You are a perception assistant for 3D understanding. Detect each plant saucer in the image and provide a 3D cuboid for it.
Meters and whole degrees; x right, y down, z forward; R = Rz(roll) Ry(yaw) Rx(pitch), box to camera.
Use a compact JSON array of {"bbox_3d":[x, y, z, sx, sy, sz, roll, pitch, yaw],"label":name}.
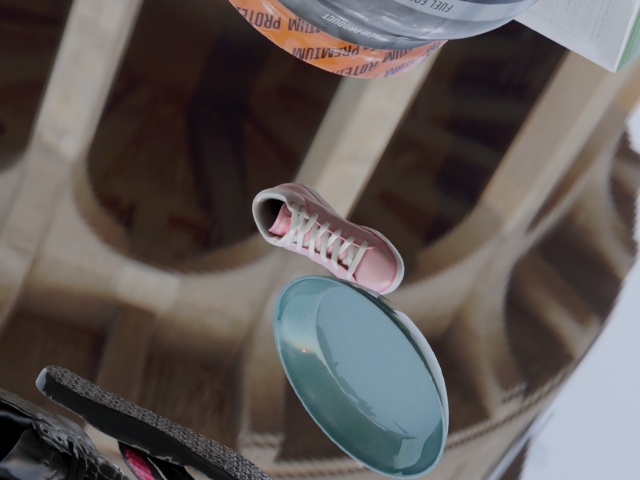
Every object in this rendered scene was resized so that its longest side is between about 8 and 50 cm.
[{"bbox_3d":[0.025,0.065,0.934,0.021,0.119,0.119,-34,-110,-33],"label":"plant saucer"}]

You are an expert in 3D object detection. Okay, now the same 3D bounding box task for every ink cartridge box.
[{"bbox_3d":[0.139,-0.213,1.236,0.209,0.109,0.062,31,-137,18],"label":"ink cartridge box"}]

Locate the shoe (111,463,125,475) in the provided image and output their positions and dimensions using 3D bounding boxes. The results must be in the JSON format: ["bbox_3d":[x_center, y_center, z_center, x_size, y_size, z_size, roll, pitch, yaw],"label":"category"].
[{"bbox_3d":[-0.216,0.183,1.172,0.219,0.058,0.076,-10,-148,9],"label":"shoe"}]

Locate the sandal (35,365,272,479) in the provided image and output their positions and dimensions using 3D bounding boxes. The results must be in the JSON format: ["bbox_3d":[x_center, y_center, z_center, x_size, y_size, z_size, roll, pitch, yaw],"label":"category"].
[{"bbox_3d":[-0.100,0.134,1.138,0.179,0.040,0.067,27,-177,4],"label":"sandal"}]

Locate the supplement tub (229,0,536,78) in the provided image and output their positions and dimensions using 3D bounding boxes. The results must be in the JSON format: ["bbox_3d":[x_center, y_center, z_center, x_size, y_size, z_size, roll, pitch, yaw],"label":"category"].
[{"bbox_3d":[0.078,-0.225,0.844,0.193,0.316,0.194,20,-132,-24],"label":"supplement tub"}]

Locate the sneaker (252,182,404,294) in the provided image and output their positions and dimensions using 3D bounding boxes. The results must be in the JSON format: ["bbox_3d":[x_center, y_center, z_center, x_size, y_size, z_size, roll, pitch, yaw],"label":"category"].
[{"bbox_3d":[0.000,0.000,1.459,0.134,0.051,0.070,39,-158,27],"label":"sneaker"}]

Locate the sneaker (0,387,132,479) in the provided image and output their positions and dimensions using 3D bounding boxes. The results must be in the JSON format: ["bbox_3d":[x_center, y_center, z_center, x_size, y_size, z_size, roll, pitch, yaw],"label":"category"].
[{"bbox_3d":[-0.138,0.124,0.956,0.170,0.051,0.089,38,-177,30],"label":"sneaker"}]
